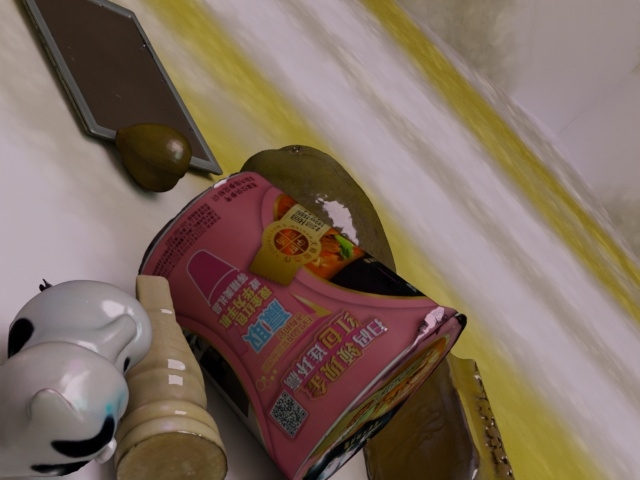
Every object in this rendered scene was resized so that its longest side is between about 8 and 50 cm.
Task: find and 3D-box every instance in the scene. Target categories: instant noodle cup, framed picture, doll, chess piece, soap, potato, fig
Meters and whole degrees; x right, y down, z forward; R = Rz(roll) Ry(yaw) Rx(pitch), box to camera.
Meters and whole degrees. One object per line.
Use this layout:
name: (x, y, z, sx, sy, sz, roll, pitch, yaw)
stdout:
instant noodle cup: (-0.032, 0.075, 1.128, 0.255, 0.244, 0.244, 44, 19, 15)
framed picture: (-0.253, -0.206, 1.455, 0.232, 0.019, 0.296, 17, 37, -54)
doll: (-0.188, 0.104, 0.891, 0.107, 0.110, 0.180, 32, 24, -17)
chess piece: (-0.134, 0.119, 1.006, 0.090, 0.090, 0.200, 34, 24, -34)
soap: (0.116, 0.216, 1.260, 0.076, 0.135, 0.233, 36, 23, -29)
potato: (0.000, 0.000, 1.397, 0.174, 0.159, 0.251, -15, 72, -41)
fig: (-0.184, -0.096, 1.318, 0.088, 0.074, 0.074, 30, 22, -2)
